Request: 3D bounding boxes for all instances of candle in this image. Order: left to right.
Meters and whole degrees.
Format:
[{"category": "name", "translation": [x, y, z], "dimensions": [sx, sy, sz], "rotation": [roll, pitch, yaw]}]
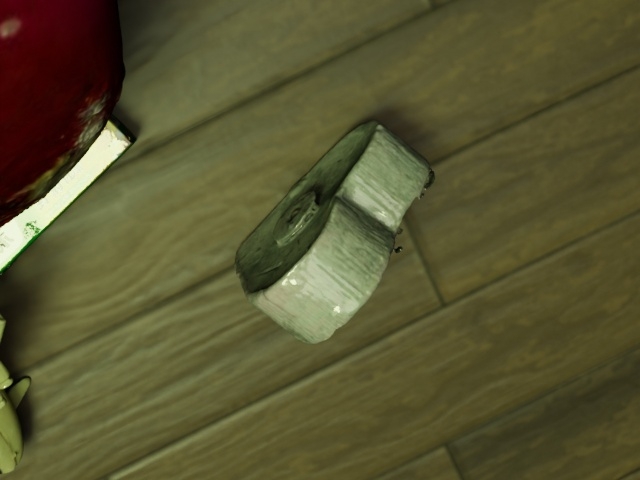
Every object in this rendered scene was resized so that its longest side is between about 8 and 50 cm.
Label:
[{"category": "candle", "translation": [0.000, 0.000, 0.697], "dimensions": [0.068, 0.192, 0.168], "rotation": [41, 140, -14]}]

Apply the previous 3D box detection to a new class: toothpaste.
[{"category": "toothpaste", "translation": [-0.220, -0.029, 0.704], "dimensions": [0.178, 0.043, 0.037], "rotation": [-43, 105, 4]}]

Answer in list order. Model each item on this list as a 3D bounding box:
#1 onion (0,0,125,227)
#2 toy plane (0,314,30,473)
[{"category": "onion", "translation": [-0.231, -0.214, 0.545], "dimensions": [0.420, 0.398, 0.398], "rotation": [-41, 112, -41]}, {"category": "toy plane", "translation": [-0.298, 0.087, 0.684], "dimensions": [0.229, 0.092, 0.244], "rotation": [-5, 132, 32]}]
